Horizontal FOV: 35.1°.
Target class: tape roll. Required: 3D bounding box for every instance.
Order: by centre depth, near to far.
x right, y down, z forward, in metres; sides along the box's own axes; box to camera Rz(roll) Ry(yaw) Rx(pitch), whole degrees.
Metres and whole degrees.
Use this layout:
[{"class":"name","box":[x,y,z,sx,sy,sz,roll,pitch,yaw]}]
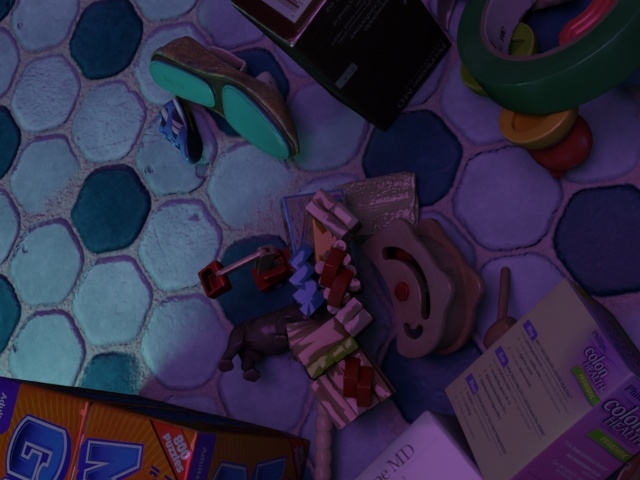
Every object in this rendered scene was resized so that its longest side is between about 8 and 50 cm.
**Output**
[{"class":"tape roll","box":[0.353,-0.333,1.462,0.321,0.077,0.321,-25,45,28]}]

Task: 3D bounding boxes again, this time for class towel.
[{"class":"towel","box":[0.088,-0.053,1.640,0.148,0.027,0.110,-10,73,22]}]

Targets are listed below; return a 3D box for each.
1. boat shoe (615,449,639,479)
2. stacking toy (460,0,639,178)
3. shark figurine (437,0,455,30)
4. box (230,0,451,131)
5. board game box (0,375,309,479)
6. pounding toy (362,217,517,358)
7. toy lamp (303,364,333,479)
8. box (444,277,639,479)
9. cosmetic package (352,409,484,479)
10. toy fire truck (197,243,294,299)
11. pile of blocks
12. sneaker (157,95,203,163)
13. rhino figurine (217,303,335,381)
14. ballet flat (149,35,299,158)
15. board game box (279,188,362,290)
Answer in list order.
[{"class":"boat shoe","box":[0.468,0.261,1.312,0.324,0.123,0.116,-48,25,-23]},{"class":"stacking toy","box":[0.381,-0.264,1.545,0.309,0.130,0.279,-46,38,5]},{"class":"shark figurine","box":[0.258,-0.439,1.612,0.278,0.116,0.166,-2,78,26]},{"class":"box","box":[0.045,-0.325,1.528,0.143,0.381,0.191,40,96,24]},{"class":"board game box","box":[-0.281,0.425,1.506,0.356,0.356,0.356,9,82,26]},{"class":"pounding toy","box":[0.189,0.087,1.538,0.269,0.154,0.154,56,131,34]},{"class":"toy lamp","box":[0.005,0.326,1.557,0.080,0.080,0.275,-5,77,23]},{"class":"box","box":[0.315,0.214,1.353,0.243,0.117,0.213,-47,29,17]},{"class":"cosmetic package","box":[0.232,0.477,1.372,0.230,0.161,0.453,-46,63,8]},{"class":"toy fire truck","box":[-0.087,0.036,1.637,0.192,0.135,0.047,-32,67,15]},{"class":"pile of blocks","box":[0.010,0.099,1.500,0.149,0.112,0.362,-12,82,5]},{"class":"sneaker","box":[-0.253,-0.191,1.816,0.059,0.053,0.144,-28,59,15]},{"class":"rhino figurine","box":[-0.047,0.143,1.619,0.243,0.073,0.106,-23,29,17]},{"class":"ballet flat","box":[-0.146,-0.263,1.760,0.348,0.123,0.123,32,91,25]},{"class":"board game box","box":[0.000,0.000,1.604,0.103,0.026,0.154,-8,80,-17]}]
